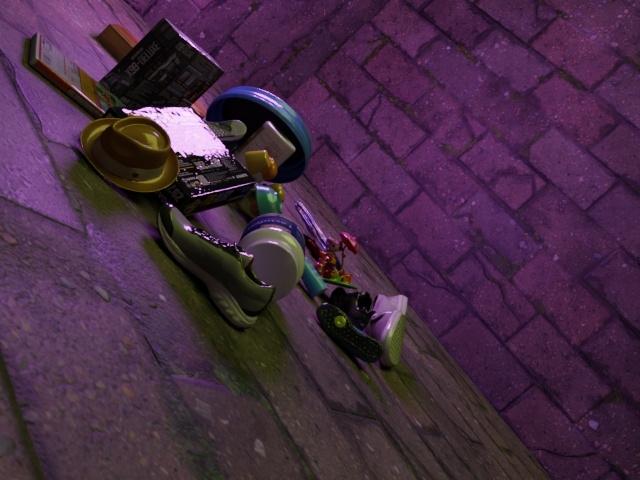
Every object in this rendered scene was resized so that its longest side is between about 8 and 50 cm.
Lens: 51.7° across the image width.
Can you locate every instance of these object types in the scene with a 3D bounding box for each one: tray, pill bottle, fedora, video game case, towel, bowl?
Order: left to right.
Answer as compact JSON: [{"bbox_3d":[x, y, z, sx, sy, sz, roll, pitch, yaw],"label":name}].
[{"bbox_3d":[-0.530,-0.339,1.498,0.285,0.025,0.204,41,9,-36],"label":"video game case"},{"bbox_3d":[-0.347,-0.181,1.244,0.194,0.079,0.194,23,43,-24],"label":"fedora"},{"bbox_3d":[-0.560,-0.557,2.247,0.411,0.076,0.203,44,8,-16],"label":"tray"},{"bbox_3d":[-0.203,-0.258,2.100,0.131,0.229,0.131,46,8,-9],"label":"pill bottle"},{"bbox_3d":[-0.207,-0.360,2.269,0.391,0.077,0.391,21,-33,15],"label":"bowl"},{"bbox_3d":[-0.109,0.036,1.438,0.153,0.153,0.264,46,8,-10],"label":"pill bottle"},{"bbox_3d":[0.000,0.000,2.459,0.285,0.034,0.209,56,-3,39],"label":"towel"}]

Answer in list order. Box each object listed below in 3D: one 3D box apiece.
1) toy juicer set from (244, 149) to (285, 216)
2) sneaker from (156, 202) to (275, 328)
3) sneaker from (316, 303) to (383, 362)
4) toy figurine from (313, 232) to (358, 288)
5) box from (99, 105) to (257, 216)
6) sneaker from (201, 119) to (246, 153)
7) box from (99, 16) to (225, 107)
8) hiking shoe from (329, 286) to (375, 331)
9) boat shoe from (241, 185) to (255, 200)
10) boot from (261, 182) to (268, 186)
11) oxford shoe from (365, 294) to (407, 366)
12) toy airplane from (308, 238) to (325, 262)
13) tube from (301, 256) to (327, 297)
[{"bbox_3d":[-0.156,-0.101,1.969,0.209,0.090,0.328,-22,99,-83],"label":"toy juicer set"},{"bbox_3d":[-0.190,0.030,1.204,0.271,0.108,0.100,47,9,4],"label":"sneaker"},{"bbox_3d":[0.066,0.248,1.719,0.209,0.069,0.082,39,-25,-1],"label":"sneaker"},{"bbox_3d":[0.046,0.051,1.992,0.173,0.159,0.130,15,-7,-21],"label":"toy figurine"},{"bbox_3d":[-0.310,-0.183,1.473,0.257,0.079,0.322,46,21,5],"label":"box"},{"bbox_3d":[-0.359,-0.302,2.049,0.226,0.163,0.086,-3,67,-28],"label":"sneaker"},{"bbox_3d":[-0.426,-0.452,1.828,0.076,0.242,0.307,49,9,12],"label":"box"},{"bbox_3d":[0.104,0.192,1.954,0.086,0.114,0.227,44,8,-29],"label":"hiking shoe"},{"bbox_3d":[-0.264,-0.183,1.909,0.083,0.076,0.226,67,14,19],"label":"boat shoe"},{"bbox_3d":[-0.193,-0.177,2.445,0.121,0.045,0.099,51,7,-29],"label":"boot"},{"bbox_3d":[0.200,0.275,2.079,0.130,0.169,0.449,7,13,8],"label":"oxford shoe"},{"bbox_3d":[-0.014,0.036,2.405,0.151,0.028,0.151,52,4,-5],"label":"toy airplane"},{"bbox_3d":[-0.055,0.062,1.864,0.207,0.052,0.080,57,2,12],"label":"tube"}]
